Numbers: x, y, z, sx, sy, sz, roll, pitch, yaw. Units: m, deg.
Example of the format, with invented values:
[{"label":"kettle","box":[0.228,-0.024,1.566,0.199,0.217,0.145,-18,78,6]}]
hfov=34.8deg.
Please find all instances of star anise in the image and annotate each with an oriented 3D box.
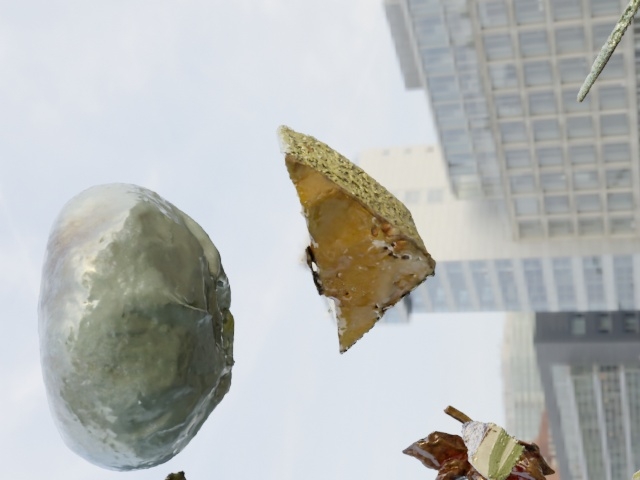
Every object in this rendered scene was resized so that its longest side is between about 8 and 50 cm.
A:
[{"label":"star anise","box":[0.247,0.332,1.526,0.196,0.212,0.111,51,125,59]}]

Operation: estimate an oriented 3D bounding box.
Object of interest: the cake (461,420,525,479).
[{"label":"cake","box":[0.189,0.222,1.143,0.055,0.051,0.140,-57,1,6]}]

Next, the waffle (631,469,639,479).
[{"label":"waffle","box":[0.542,0.226,1.215,0.095,0.379,0.382,38,-122,-15]}]

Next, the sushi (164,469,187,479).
[{"label":"sushi","box":[-0.216,0.433,1.380,0.115,0.212,0.147,44,-172,-39]}]

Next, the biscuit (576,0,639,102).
[{"label":"biscuit","box":[0.405,-0.279,1.395,0.144,0.016,0.203,-55,-10,-15]}]

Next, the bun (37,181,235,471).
[{"label":"bun","box":[-0.219,0.102,1.273,0.362,0.211,0.362,-9,-90,-83]}]

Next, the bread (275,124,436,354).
[{"label":"bread","box":[0.000,0.000,1.668,0.315,0.279,0.248,27,-154,-20]}]
